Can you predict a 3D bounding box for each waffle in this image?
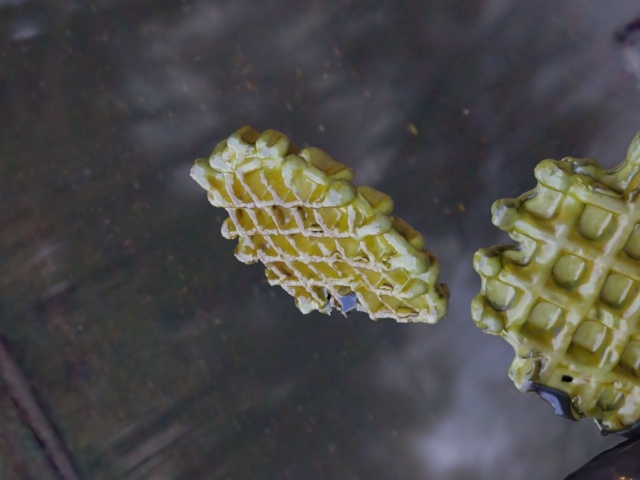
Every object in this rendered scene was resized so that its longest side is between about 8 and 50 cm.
[{"bbox_3d":[0.284,0.052,0.980,0.060,0.312,0.307,-93,-7,-71],"label":"waffle"},{"bbox_3d":[0.001,-0.001,1.167,0.309,0.065,0.283,35,155,18],"label":"waffle"}]

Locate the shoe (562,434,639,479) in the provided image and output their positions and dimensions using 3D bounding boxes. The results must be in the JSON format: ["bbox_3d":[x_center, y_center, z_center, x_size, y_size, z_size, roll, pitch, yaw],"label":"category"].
[{"bbox_3d":[0.206,0.273,0.568,0.171,0.237,0.383,-1,95,43],"label":"shoe"}]
